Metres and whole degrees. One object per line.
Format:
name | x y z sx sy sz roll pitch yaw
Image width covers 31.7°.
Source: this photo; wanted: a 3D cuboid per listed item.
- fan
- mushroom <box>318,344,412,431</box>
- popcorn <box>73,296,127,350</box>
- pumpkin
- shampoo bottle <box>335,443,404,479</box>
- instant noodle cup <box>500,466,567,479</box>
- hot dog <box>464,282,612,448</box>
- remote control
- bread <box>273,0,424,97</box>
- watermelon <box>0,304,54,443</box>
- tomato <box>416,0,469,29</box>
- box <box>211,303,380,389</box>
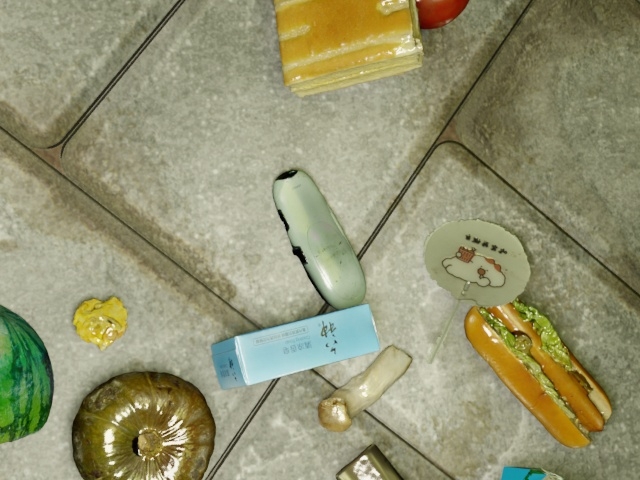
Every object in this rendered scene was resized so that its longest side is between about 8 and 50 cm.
fan | 0.242 0.087 1.914 0.190 0.009 0.329 23 54 7
mushroom | 0.079 0.241 1.865 0.202 0.054 0.059 -36 93 -27
popcorn | -0.333 0.133 1.727 0.084 0.084 0.084 4 79 -20
pumpkin | -0.260 0.292 1.668 0.219 0.162 0.219 2 82 -17
shampoo bottle | 0.163 0.482 1.777 0.084 0.125 0.350 -39 80 -2
instant noodle cup | 0.352 0.499 1.838 0.240 0.240 0.178 44 59 -8
hot dog | 0.376 0.213 1.954 0.135 0.100 0.337 -43 97 -21
remote control | -0.001 0.000 1.880 0.097 0.045 0.256 -29 89 -25
bread | 0.047 -0.383 1.868 0.246 0.111 0.239 -10 82 19
watermelon | -0.450 0.185 1.653 0.146 0.128 0.231 7 75 -38
tomato | 0.172 -0.464 1.982 0.195 0.136 0.195 3 82 -22
box | -0.041 0.168 1.781 0.232 0.142 0.083 -14 86 -23
